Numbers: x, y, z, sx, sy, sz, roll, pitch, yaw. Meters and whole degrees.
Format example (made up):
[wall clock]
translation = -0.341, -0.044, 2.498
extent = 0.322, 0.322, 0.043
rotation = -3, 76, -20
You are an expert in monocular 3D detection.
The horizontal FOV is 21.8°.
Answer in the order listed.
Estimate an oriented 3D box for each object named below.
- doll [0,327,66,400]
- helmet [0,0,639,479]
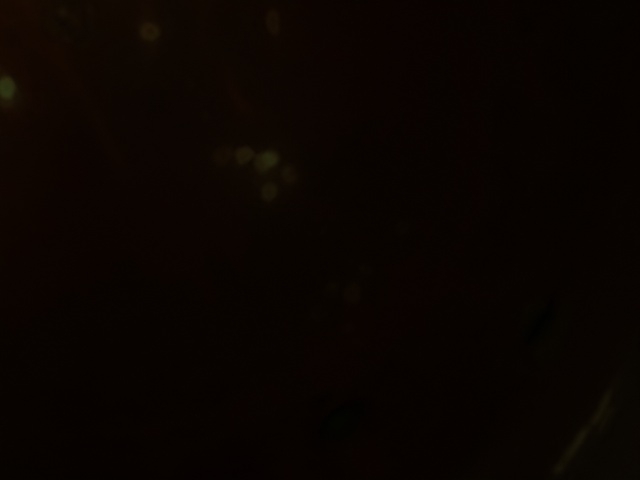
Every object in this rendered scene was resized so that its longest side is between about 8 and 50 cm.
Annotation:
[doll]
translation = -0.140, 0.175, 0.672
extent = 0.247, 0.247, 0.349
rotation = -53, 135, -33
[helmet]
translation = -0.071, -0.063, 0.495
extent = 0.337, 0.385, 0.230
rotation = -37, -169, -3
